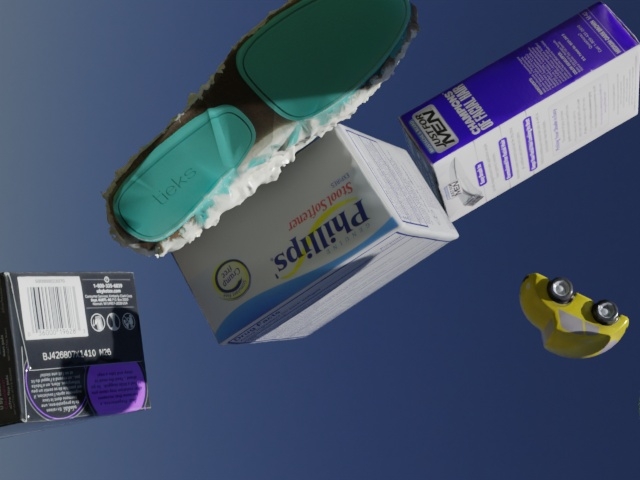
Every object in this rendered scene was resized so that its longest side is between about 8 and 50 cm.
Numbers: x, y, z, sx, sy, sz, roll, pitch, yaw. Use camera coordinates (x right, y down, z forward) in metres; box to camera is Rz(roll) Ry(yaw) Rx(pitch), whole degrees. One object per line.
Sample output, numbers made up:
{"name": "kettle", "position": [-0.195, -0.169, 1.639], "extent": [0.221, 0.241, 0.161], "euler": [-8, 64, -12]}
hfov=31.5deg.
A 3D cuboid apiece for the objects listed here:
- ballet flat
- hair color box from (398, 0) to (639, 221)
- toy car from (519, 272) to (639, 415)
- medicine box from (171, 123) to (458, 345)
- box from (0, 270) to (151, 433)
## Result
{"name": "ballet flat", "position": [-0.070, -0.138, 1.252], "extent": [0.147, 0.409, 0.147], "euler": [51, 0, 1]}
{"name": "hair color box", "position": [0.293, -0.182, 1.651], "extent": [0.110, 0.338, 0.185], "euler": [57, -3, 29]}
{"name": "toy car", "position": [0.298, 0.123, 0.993], "extent": [0.239, 0.225, 0.053], "euler": [12, -119, 39]}
{"name": "medicine box", "position": [0.000, 0.000, 1.423], "extent": [0.263, 0.289, 0.149], "euler": [-34, -103, 15]}
{"name": "box", "position": [-0.326, 0.126, 1.148], "extent": [0.270, 0.165, 0.143], "euler": [-17, -102, 36]}
